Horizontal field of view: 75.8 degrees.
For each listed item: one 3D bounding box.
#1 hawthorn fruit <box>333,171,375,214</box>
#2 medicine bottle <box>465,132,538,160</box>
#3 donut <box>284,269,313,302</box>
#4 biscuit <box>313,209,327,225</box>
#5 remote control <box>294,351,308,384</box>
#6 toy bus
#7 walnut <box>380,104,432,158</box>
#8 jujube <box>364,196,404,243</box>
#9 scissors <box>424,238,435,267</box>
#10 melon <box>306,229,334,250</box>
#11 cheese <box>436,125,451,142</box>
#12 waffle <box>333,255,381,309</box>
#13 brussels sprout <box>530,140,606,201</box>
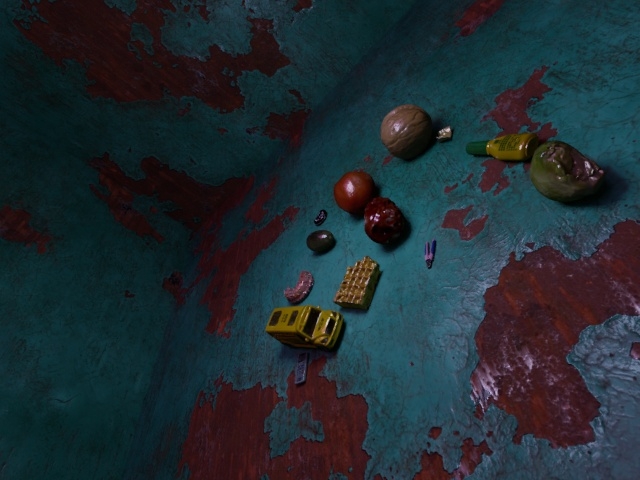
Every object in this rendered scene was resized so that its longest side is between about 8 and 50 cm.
[{"bbox_3d":[0.166,-0.193,1.821,0.196,0.196,0.226,-42,54,20],"label":"hawthorn fruit"},{"bbox_3d":[0.596,-0.312,1.379,0.095,0.064,0.260,-61,28,-3],"label":"medicine bottle"},{"bbox_3d":[-0.093,0.214,1.846,0.166,0.065,0.117,-55,27,0],"label":"donut"},{"bbox_3d":[0.000,-0.120,2.125,0.087,0.027,0.089,-42,30,19],"label":"biscuit"},{"bbox_3d":[-0.070,0.481,1.552,0.053,0.018,0.124,-32,34,34],"label":"remote control"},{"bbox_3d":[-0.065,0.327,1.579,0.330,0.152,0.144,-15,45,50],"label":"toy bus"},{"bbox_3d":[0.371,-0.467,1.762,0.228,0.228,0.228,-38,31,28],"label":"walnut"},{"bbox_3d":[0.238,-0.084,1.589,0.155,0.155,0.230,-43,23,18],"label":"jujube"},{"bbox_3d":[0.367,0.044,1.382,0.039,0.012,0.113,-26,38,42],"label":"scissors"},{"bbox_3d":[0.000,0.000,1.913,0.162,0.099,0.099,-15,46,48],"label":"melon"},{"bbox_3d":[0.504,-0.424,1.679,0.060,0.041,0.084,-18,28,38],"label":"cheese"},{"bbox_3d":[0.146,0.153,1.554,0.160,0.055,0.211,-8,52,53],"label":"waffle"},{"bbox_3d":[0.639,-0.178,1.084,0.131,0.145,0.183,-34,68,-13],"label":"brussels sprout"}]
